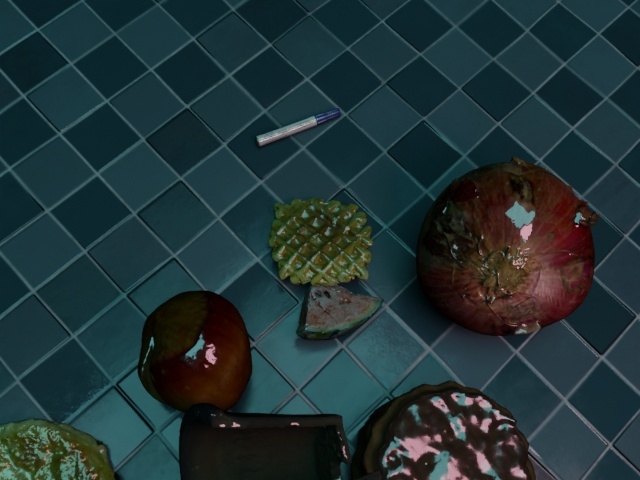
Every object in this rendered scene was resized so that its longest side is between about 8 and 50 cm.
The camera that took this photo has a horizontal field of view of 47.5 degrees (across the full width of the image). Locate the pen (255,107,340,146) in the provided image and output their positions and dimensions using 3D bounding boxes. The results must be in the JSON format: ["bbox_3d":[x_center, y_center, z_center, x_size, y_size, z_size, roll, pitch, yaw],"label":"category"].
[{"bbox_3d":[-0.049,-0.252,1.610,0.204,0.025,0.025,-22,73,-13],"label":"pen"}]

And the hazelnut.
[{"bbox_3d":[-0.221,0.199,1.317,0.217,0.251,0.217,-7,104,-27],"label":"hazelnut"}]

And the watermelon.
[{"bbox_3d":[0.024,0.139,1.452,0.187,0.071,0.139,-17,52,-25],"label":"watermelon"}]

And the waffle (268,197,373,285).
[{"bbox_3d":[0.000,0.000,1.491,0.214,0.054,0.208,-2,55,-2],"label":"waffle"}]

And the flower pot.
[{"bbox_3d":[-0.058,0.432,1.196,0.251,0.379,0.379,-11,69,-31],"label":"flower pot"}]

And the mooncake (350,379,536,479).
[{"bbox_3d":[0.215,0.413,1.297,0.324,0.187,0.324,2,69,-6],"label":"mooncake"}]

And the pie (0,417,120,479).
[{"bbox_3d":[-0.531,0.464,1.275,0.371,0.078,0.297,-5,71,-8],"label":"pie"}]

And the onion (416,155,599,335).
[{"bbox_3d":[0.354,0.018,1.377,0.353,0.353,0.354,2,69,-4],"label":"onion"}]
